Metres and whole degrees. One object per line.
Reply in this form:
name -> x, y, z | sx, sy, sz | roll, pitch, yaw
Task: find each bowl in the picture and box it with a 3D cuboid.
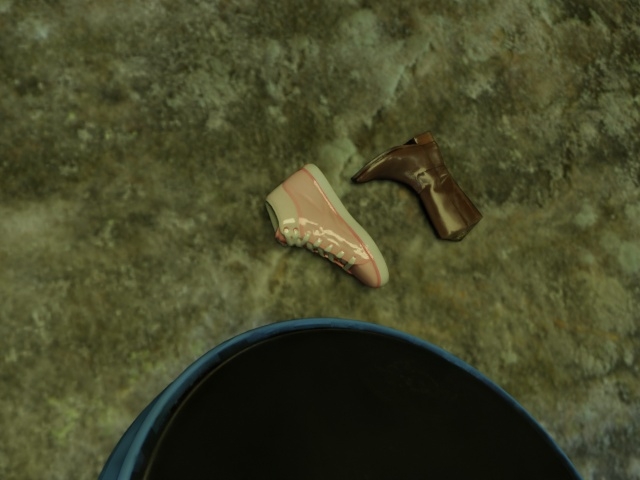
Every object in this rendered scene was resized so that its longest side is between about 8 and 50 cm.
bowl -> 0.043, 0.216, 0.412 | 0.391, 0.077, 0.391 | 17, 41, -15

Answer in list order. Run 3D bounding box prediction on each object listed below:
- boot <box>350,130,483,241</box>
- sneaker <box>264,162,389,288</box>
boot -> 0.098, -0.041, 0.622 | 0.106, 0.037, 0.114 | -28, 89, -18
sneaker -> 0.000, 0.000, 0.574 | 0.070, 0.051, 0.134 | -33, 83, -19
